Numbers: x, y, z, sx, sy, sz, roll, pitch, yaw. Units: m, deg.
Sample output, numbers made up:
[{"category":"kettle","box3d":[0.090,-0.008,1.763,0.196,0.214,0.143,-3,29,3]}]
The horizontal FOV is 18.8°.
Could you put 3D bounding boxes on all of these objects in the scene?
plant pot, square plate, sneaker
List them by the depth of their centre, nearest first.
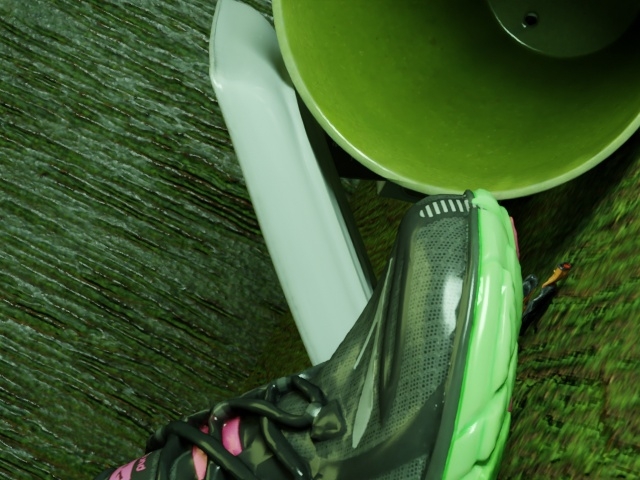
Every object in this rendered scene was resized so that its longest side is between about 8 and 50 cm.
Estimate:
[{"category":"sneaker","box3d":[-0.035,0.172,1.153,0.483,0.202,0.185,-59,5,15]},{"category":"plant pot","box3d":[0.142,-0.184,1.370,0.275,0.274,0.293,-59,-10,18]},{"category":"square plate","box3d":[0.000,0.000,1.402,0.049,0.347,0.344,-19,16,4]}]

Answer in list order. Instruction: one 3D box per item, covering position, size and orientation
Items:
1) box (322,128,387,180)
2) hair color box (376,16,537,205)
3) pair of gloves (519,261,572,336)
[{"category":"box","box3d":[0.037,-0.235,1.600,0.242,0.076,0.308,-112,27,-65]},{"category":"hair color box","box3d":[0.117,-0.216,1.742,0.374,0.113,0.185,-96,23,-48]},{"category":"pair of gloves","box3d":[0.126,0.047,1.233,0.074,0.010,0.083,-57,-17,23]}]
